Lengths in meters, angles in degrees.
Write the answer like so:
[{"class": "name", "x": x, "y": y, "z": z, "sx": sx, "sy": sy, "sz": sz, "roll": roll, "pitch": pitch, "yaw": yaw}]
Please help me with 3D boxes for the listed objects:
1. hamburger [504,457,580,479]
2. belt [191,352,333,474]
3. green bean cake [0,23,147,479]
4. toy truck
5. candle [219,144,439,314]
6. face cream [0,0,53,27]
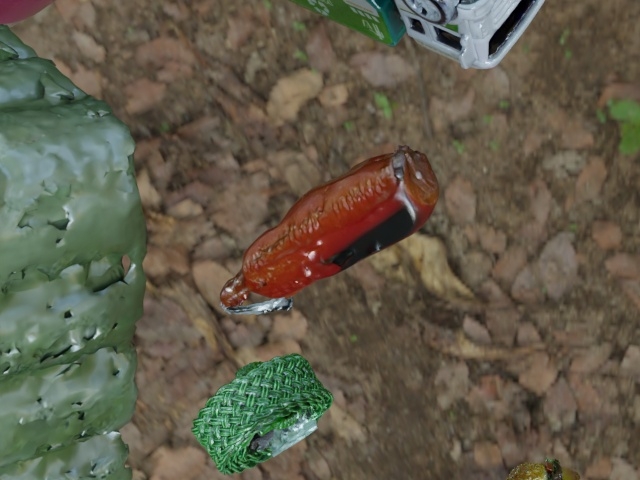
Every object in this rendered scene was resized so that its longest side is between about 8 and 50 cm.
[{"class": "hamburger", "x": 0.254, "y": 0.326, "z": 1.628, "sx": 0.087, "sy": 0.166, "sz": 0.137, "roll": 11, "pitch": 87, "yaw": 9}, {"class": "belt", "x": -0.062, "y": 0.170, "z": 1.406, "sx": 0.151, "sy": 0.121, "sz": 0.079, "roll": -19, "pitch": 60, "yaw": -37}, {"class": "green bean cake", "x": -0.186, "y": 0.027, "z": 0.594, "sx": 0.132, "sy": 0.255, "sz": 0.241, "roll": -18, "pitch": 39, "yaw": -39}, {"class": "toy truck", "x": 0.026, "y": -0.199, "z": 0.877, "sx": 0.253, "sy": 0.124, "sz": 0.114, "roll": 30, "pitch": 76, "yaw": 27}, {"class": "candle", "x": 0.000, "y": 0.000, "z": 0.746, "sx": 0.162, "sy": 0.048, "sz": 0.053, "roll": -32, "pitch": 69, "yaw": 36}, {"class": "face cream", "x": -0.260, "y": -0.261, "z": 1.072, "sx": 0.195, "sy": 0.175, "sz": 0.175, "roll": -19, "pitch": 53, "yaw": 44}]
